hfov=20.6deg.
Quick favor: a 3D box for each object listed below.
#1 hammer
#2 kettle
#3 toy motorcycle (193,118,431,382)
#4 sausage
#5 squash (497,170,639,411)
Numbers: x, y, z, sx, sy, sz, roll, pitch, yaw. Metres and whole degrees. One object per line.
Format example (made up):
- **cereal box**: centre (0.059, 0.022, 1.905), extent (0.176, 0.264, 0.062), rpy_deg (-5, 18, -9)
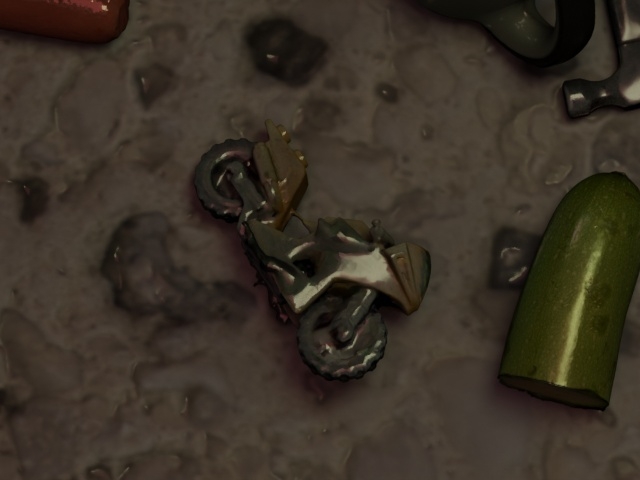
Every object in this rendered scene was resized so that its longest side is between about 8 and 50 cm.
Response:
- **hammer**: centre (0.242, -0.251, 1.436), extent (0.137, 0.037, 0.290), rpy_deg (-10, 83, 3)
- **kettle**: centre (0.141, -0.240, 1.341), extent (0.161, 0.236, 0.221), rpy_deg (-29, 83, -13)
- **toy motorcycle**: centre (0.000, 0.000, 1.401), extent (0.130, 0.094, 0.229), rpy_deg (-32, 69, -5)
- **sausage**: centre (-0.234, -0.200, 1.448), extent (0.154, 0.062, 0.062), rpy_deg (10, 84, 5)
- **squash**: centre (0.203, 0.032, 1.381), extent (0.095, 0.095, 0.188), rpy_deg (14, 81, 5)
